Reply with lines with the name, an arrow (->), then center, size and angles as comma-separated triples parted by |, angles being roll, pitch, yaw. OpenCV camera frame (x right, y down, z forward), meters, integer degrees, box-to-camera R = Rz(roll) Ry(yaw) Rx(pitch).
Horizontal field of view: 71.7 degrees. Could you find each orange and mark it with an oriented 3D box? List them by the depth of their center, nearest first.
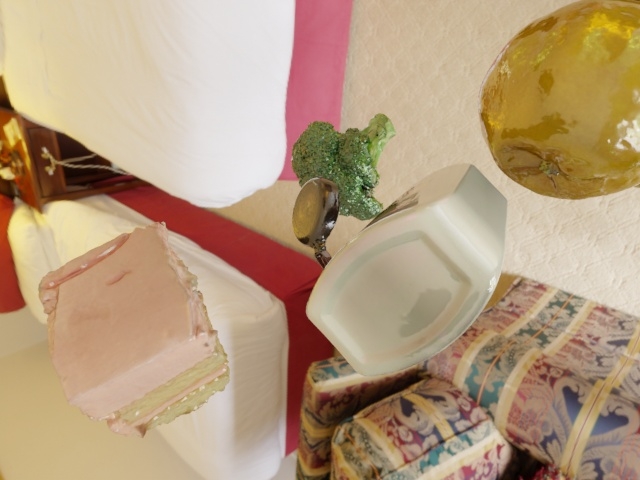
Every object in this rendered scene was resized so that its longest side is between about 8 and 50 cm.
orange -> 0.360, -0.183, 0.618 | 0.279, 0.235, 0.279 | 22, 158, 9

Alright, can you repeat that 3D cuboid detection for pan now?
pan -> -0.003, 0.000, 0.688 | 0.115, 0.040, 0.212 | -38, 56, 49

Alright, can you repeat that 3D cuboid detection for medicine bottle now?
medicine bottle -> 0.117, 0.003, 0.495 | 0.124, 0.324, 0.179 | 47, 119, 5

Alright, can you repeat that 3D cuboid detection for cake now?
cake -> -0.363, 0.194, 0.903 | 0.314, 0.293, 0.307 | 53, 160, 25

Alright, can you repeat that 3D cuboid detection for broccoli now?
broccoli -> 0.059, -0.188, 1.015 | 0.269, 0.269, 0.254 | 37, 159, 28

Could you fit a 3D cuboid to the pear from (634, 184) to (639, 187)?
pear -> 0.644, -0.273, 0.832 | 0.418, 0.362, 0.362 | 149, 98, -81
